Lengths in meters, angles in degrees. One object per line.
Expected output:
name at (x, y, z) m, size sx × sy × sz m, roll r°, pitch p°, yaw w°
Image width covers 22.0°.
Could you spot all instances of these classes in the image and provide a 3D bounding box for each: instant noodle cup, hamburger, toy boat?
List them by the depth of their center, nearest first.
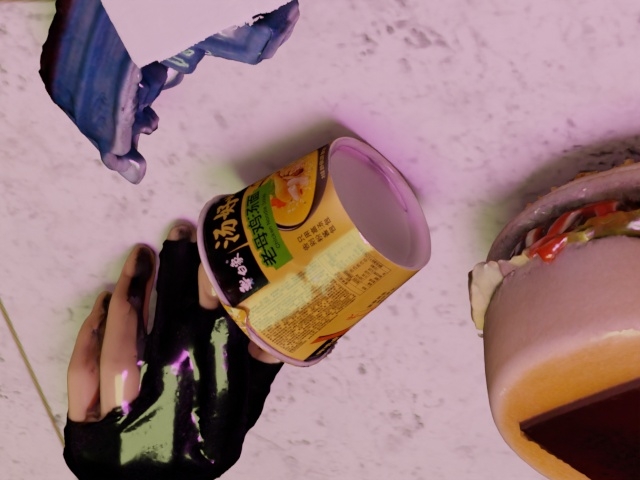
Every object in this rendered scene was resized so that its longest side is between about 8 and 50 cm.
toy boat at (-0.094, -0.146, 1.078) m, size 0.142 × 0.129 × 0.309 m, roll 30°, pitch 134°, yaw 2°
hamburger at (0.257, 0.071, 1.197) m, size 0.302 × 0.170 × 0.302 m, roll 8°, pitch 142°, yaw 6°
instant noodle cup at (0.000, 0.000, 1.215) m, size 0.151 × 0.151 × 0.122 m, roll 38°, pitch 121°, yaw -25°

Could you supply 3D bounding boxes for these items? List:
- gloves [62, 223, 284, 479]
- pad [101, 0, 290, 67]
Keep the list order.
gloves at (-0.116, 0.119, 1.381) m, size 0.197 × 0.152 × 0.301 m, roll -5°, pitch 127°, yaw -20°
pad at (-0.104, -0.224, 0.958) m, size 0.156 × 0.004 × 0.232 m, roll -18°, pitch 105°, yaw 32°
